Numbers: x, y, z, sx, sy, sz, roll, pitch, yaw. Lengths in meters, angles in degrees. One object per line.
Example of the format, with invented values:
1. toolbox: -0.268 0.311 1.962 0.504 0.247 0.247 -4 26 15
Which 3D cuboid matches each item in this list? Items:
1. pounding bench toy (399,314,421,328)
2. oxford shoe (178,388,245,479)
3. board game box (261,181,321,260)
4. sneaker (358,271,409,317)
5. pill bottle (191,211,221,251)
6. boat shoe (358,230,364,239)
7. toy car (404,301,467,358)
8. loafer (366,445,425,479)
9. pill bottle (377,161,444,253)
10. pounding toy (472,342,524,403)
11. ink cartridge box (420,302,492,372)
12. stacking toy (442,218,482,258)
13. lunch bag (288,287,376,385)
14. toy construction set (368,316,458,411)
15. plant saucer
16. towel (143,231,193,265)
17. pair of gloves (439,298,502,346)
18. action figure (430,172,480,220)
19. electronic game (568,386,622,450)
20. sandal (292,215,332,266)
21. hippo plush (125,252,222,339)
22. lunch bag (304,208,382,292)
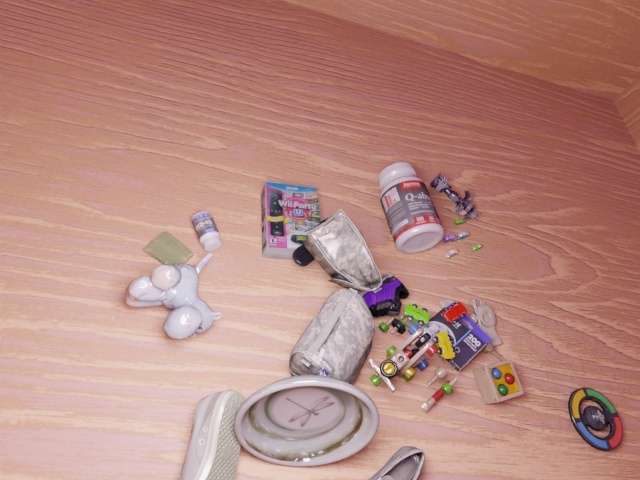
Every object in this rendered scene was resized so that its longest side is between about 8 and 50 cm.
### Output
1. pounding bench toy: 0.351 0.296 1.683 0.083 0.052 0.065 33 53 4
2. oxford shoe: -0.319 0.636 1.190 0.130 0.169 0.449 -7 58 29
3. board game box: -0.118 -0.077 1.740 0.224 0.097 0.303 4 56 -18
4. sneaker: 0.225 0.236 1.630 0.293 0.102 0.146 -33 60 -33
5. pill bottle: -0.419 -0.032 1.615 0.078 0.078 0.137 -16 64 -27
6. boat shoe: 0.149 0.077 1.740 0.095 0.079 0.254 12 55 -12
7. toy car: 0.413 0.303 1.627 0.225 0.053 0.239 25 58 4
8. loafer: 0.199 0.739 1.300 0.112 0.111 0.319 45 55 10
9. pill bottle: 0.376 -0.145 1.885 0.210 0.210 0.363 -3 59 -21
10. pounding toy: 0.671 0.480 1.633 0.181 0.094 0.206 -7 68 -23
11. ink cartridge box: 0.517 0.357 1.666 0.208 0.045 0.206 -34 63 -23
12. stacking toy: 0.617 -0.018 1.984 0.221 0.052 0.167 -11 63 -26
13. lunch bag: 0.037 0.329 1.396 0.213 0.256 0.305 19 51 23
14. toy construction set: 0.289 0.452 1.489 0.237 0.257 0.309 -37 91 -17
15. plant saucer: -0.039 0.490 1.236 0.400 0.400 0.100 11 33 -12
16. towel: -0.539 0.039 1.558 0.148 0.027 0.110 34 53 6
17. pair of gloves: 0.611 0.327 1.760 0.240 0.042 0.204 4 57 -18
18. action figure: 0.649 -0.200 2.076 0.285 0.099 0.185 43 29 7
19. electronic game: 1.055 0.682 1.678 0.229 0.048 0.229 9 55 -13
20. sandal: 0.000 0.001 1.637 0.097 0.054 0.254 40 59 3
21. hippo plush: -0.462 0.208 1.400 0.236 0.234 0.294 63 18 3
22. lunch bag: 0.083 0.066 1.487 0.169 0.235 0.287 -37 87 -8
